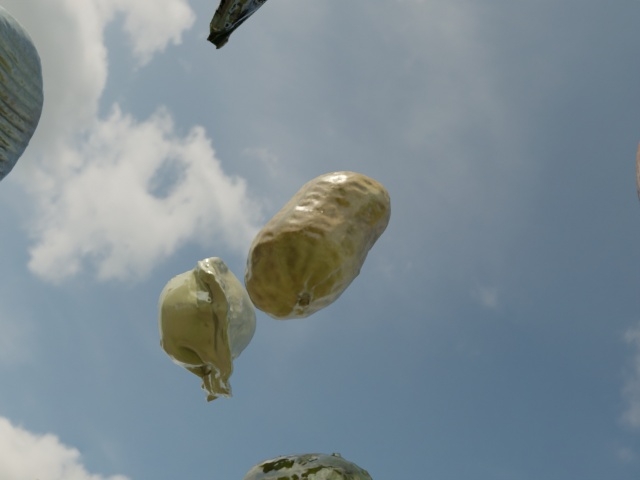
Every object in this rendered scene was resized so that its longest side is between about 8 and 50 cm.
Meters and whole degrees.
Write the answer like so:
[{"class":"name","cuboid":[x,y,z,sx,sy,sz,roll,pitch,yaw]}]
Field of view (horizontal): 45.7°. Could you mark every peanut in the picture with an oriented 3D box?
[{"class":"peanut","cuboid":[0.000,0.000,0.933,0.129,0.224,0.129,30,-24,15]}]

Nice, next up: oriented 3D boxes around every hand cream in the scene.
[{"class":"hand cream","cuboid":[-0.026,-0.229,0.613,0.248,0.075,0.052,-28,-95,62]}]

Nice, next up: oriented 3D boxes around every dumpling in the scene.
[{"class":"dumpling","cuboid":[-0.162,0.138,1.117,0.258,0.147,0.193,105,-27,-48]}]

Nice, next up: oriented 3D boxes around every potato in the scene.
[{"class":"potato","cuboid":[-0.023,0.332,0.885,0.176,0.141,0.298,40,-32,4]}]

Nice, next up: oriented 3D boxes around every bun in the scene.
[{"class":"bun","cuboid":[-0.555,-0.189,1.044,0.211,0.362,0.362,24,-53,21]}]

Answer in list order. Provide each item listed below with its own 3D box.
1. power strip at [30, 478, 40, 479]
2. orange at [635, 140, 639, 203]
[{"class":"power strip","cuboid":[-0.274,0.250,0.655,0.042,0.175,0.075,42,-69,30]},{"class":"orange","cuboid":[0.462,-0.072,0.786,0.264,0.264,0.264,17,-55,27]}]
